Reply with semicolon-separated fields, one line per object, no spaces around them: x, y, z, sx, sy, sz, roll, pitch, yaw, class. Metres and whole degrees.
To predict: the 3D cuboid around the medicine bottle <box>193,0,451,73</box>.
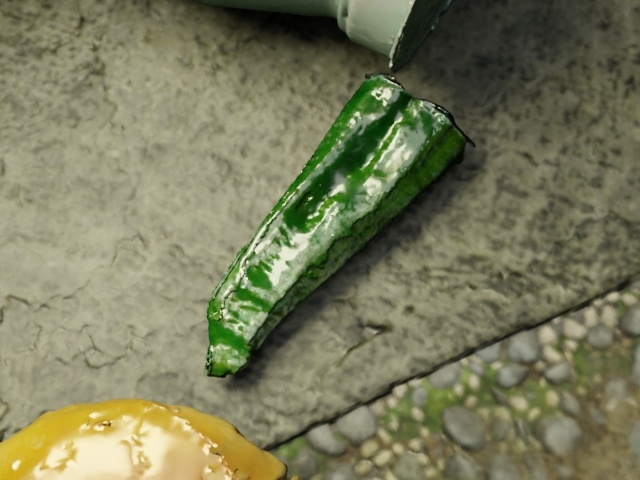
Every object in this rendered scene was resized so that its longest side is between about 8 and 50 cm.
-0.030;-0.257;0.832;0.290;0.245;0.245;30;76;4;medicine bottle

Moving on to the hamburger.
-0.104;0.213;0.728;0.244;0.163;0.245;0;74;0;hamburger

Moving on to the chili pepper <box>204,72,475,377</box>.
0.000;0.000;0.847;0.088;0.059;0.227;36;79;7;chili pepper
